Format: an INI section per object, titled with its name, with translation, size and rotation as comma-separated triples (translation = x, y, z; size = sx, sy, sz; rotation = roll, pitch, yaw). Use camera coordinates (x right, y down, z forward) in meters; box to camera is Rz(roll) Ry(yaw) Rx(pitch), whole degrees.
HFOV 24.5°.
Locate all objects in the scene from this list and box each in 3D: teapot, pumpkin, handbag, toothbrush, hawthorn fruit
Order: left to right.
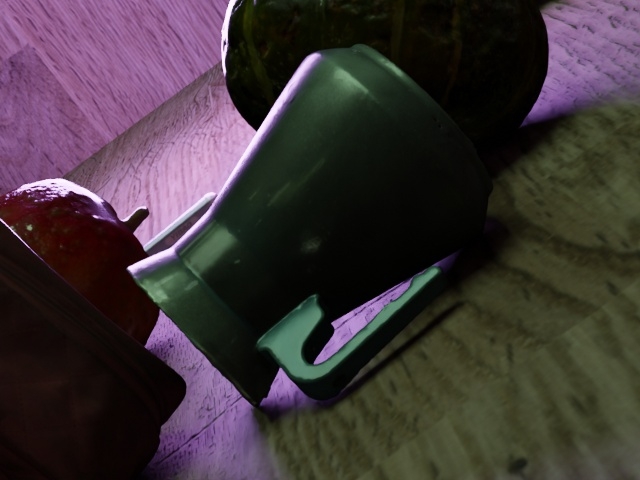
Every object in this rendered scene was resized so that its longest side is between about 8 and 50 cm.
[handbag]
translation = -0.210, 0.090, 1.019
size = 0.135, 0.225, 0.146
rotation = -53, 5, -28
[hawthorn fruit]
translation = -0.239, 0.049, 1.320
size = 0.249, 0.215, 0.215
rotation = -36, 12, -29
[toothbrush]
translation = -0.246, 0.057, 1.639
size = 0.342, 0.025, 0.030
rotation = -39, 21, -10
[teapot]
translation = 0.000, 0.000, 0.992
size = 0.225, 0.171, 0.203
rotation = -44, 45, -3
[pumpkin]
translation = 0.046, -0.163, 1.181
size = 0.260, 0.189, 0.260
rotation = 0, -13, 0
